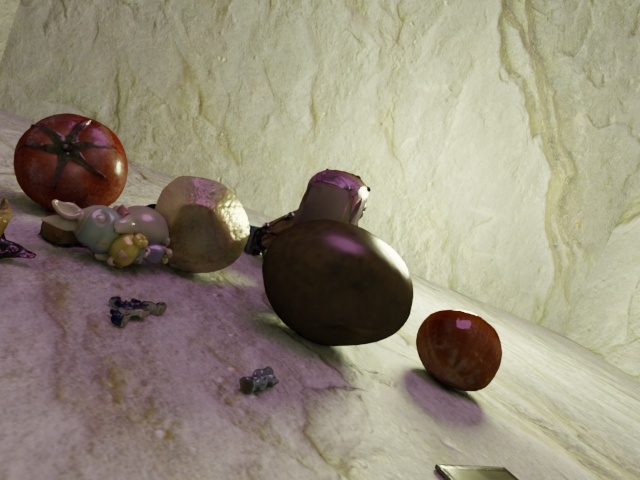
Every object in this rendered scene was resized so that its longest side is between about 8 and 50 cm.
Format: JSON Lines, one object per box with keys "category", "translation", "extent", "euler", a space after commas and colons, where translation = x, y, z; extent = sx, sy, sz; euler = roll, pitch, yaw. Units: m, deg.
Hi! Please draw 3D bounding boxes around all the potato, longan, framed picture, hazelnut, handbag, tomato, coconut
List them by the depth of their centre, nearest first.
{"category": "framed picture", "translation": [0.290, 0.391, 0.674], "extent": [0.173, 0.010, 0.231], "euler": [19, 7, -30]}
{"category": "longan", "translation": [0.039, 0.094, 1.080], "extent": [0.350, 0.288, 0.288], "euler": [18, 7, -14]}
{"category": "potato", "translation": [-0.540, -0.042, 1.087], "extent": [0.101, 0.089, 0.172], "euler": [22, 7, 21]}
{"category": "hazelnut", "translation": [0.331, 0.263, 1.171], "extent": [0.214, 0.176, 0.214], "euler": [7, 33, -4]}
{"category": "coconut", "translation": [-0.311, -0.041, 1.240], "extent": [0.259, 0.259, 0.259], "euler": [22, 6, -3]}
{"category": "tomato", "translation": [-0.639, -0.188, 1.257], "extent": [0.265, 0.265, 0.265], "euler": [22, 6, -3]}
{"category": "handbag", "translation": [-0.083, -0.009, 1.634], "extent": [0.283, 0.149, 0.302], "euler": [11, -19, -39]}

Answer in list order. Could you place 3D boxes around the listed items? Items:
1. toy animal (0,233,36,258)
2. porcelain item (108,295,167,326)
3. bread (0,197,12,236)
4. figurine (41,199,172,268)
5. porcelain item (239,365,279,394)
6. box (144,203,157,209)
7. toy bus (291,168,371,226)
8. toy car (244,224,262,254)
{"category": "toy animal", "translation": [-0.589, -0.020, 0.844], "extent": [0.202, 0.070, 0.105], "euler": [30, 50, 1]}
{"category": "porcelain item", "translation": [-0.329, 0.114, 0.829], "extent": [0.075, 0.021, 0.136], "euler": [19, 5, 11]}
{"category": "bread", "translation": [-0.572, -0.032, 0.652], "extent": [0.274, 0.149, 0.274], "euler": [16, 7, -2]}
{"category": "figurine", "translation": [-0.442, -0.011, 1.023], "extent": [0.235, 0.127, 0.155], "euler": [3, 56, -59]}
{"category": "porcelain item", "translation": [-0.093, 0.217, 0.751], "extent": [0.036, 0.028, 0.083], "euler": [43, 13, 23]}
{"category": "box", "translation": [-0.415, -0.028, 1.470], "extent": [0.290, 0.073, 0.289], "euler": [22, 7, -9]}
{"category": "toy bus", "translation": [0.000, 0.000, 1.282], "extent": [0.171, 0.386, 0.162], "euler": [22, 11, 8]}
{"category": "toy car", "translation": [-0.229, -0.003, 1.784], "extent": [0.100, 0.097, 0.191], "euler": [19, 4, 25]}
